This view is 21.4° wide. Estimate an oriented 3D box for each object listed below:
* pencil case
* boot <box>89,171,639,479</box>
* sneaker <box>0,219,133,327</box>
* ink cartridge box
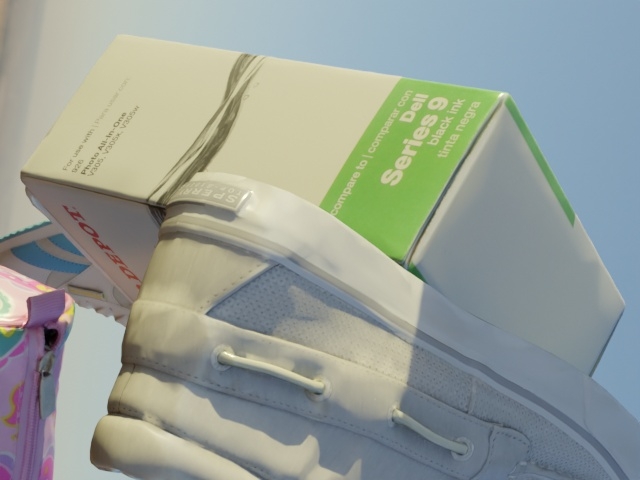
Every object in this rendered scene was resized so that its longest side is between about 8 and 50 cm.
[{"bbox_3d":[-0.227,0.153,1.083,0.124,0.124,0.284,-116,-146,-73],"label":"pencil case"},{"bbox_3d":[0.022,0.084,0.654,0.095,0.258,0.123,2,-114,53],"label":"boot"},{"bbox_3d":[-0.157,0.020,1.236,0.087,0.228,0.092,-26,103,-67],"label":"sneaker"},{"bbox_3d":[0.000,0.000,0.985,0.121,0.289,0.211,-59,140,-21],"label":"ink cartridge box"}]
